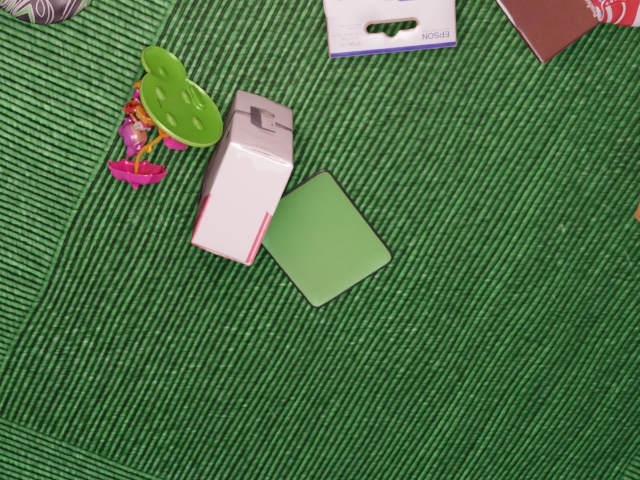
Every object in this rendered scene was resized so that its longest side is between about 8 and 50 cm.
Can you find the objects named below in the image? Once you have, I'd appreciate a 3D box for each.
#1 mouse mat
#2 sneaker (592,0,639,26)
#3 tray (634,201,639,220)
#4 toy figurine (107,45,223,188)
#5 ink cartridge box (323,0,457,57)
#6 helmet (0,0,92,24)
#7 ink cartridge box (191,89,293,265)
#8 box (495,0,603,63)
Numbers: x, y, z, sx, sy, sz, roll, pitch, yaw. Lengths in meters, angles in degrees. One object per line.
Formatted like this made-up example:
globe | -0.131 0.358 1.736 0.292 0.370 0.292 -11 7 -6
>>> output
mouse mat | 0.000 0.000 1.843 0.153 0.007 0.189 -33 115 12
sneaker | 0.377 -0.323 1.542 0.067 0.042 0.118 0 119 -8
tray | 0.567 -0.214 1.681 0.203 0.076 0.410 -12 124 -44
toy figurine | -0.239 -0.151 1.701 0.130 0.173 0.159 1 145 -46
ink cartridge box | 0.080 -0.429 1.600 0.176 0.069 0.370 -6 111 -1
helmet | -0.346 -0.355 1.562 0.170 0.161 0.169 -2 116 -3
ink cartridge box | -0.103 -0.090 1.675 0.092 0.218 0.158 21 113 -9
box | 0.379 -0.424 1.591 0.381 0.143 0.191 -35 114 11
